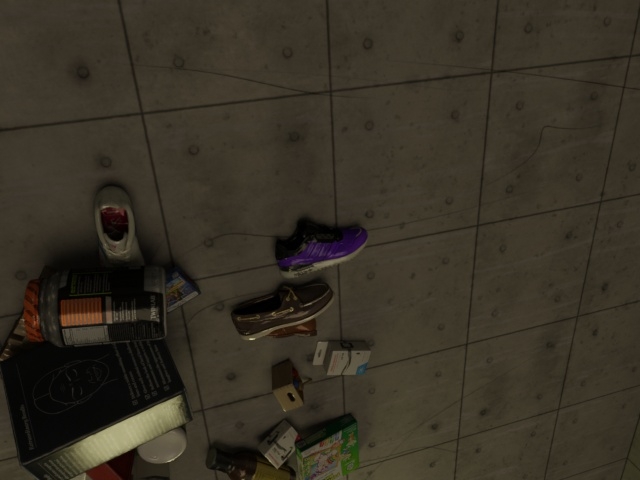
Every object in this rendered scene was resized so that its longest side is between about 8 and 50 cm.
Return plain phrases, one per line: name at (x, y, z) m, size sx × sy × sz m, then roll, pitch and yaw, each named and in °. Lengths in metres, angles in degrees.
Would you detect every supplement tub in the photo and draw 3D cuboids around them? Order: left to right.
supplement tub at (-0.547, 0.163, 1.334) m, size 0.315 × 0.194 × 0.194 m, roll -1°, pitch 116°, yaw -15°
supplement tub at (-0.491, 0.564, 1.648) m, size 0.144 × 0.200 × 0.145 m, roll -8°, pitch 117°, yaw -15°

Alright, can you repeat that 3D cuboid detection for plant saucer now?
plant saucer at (-0.624, 0.593, 1.581) m, size 0.047 × 0.258 × 0.259 m, roll -24°, pitch 120°, yaw 3°

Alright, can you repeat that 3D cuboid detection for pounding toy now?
pounding toy at (-0.091, 0.486, 1.797) m, size 0.100 × 0.130 × 0.141 m, roll -21°, pitch 121°, yaw 6°

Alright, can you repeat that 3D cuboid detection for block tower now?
block tower at (-0.782, 0.241, 1.453) m, size 0.090 × 0.097 × 0.336 m, roll 26°, pitch 106°, yaw -27°

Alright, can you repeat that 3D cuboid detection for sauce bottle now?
sauce bottle at (-0.248, 0.820, 1.912) m, size 0.344 × 0.111 × 0.111 m, roll 32°, pitch 102°, yaw -27°

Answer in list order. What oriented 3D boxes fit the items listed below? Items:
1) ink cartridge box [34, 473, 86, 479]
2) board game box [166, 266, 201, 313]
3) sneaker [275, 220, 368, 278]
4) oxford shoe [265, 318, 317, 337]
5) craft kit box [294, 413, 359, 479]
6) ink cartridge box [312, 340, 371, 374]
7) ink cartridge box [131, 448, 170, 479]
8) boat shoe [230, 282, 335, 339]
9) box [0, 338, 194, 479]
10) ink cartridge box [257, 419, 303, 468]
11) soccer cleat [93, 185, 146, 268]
ink cartridge box at (-0.790, 0.638, 1.650) m, size 0.148 × 0.086 × 0.203 m, roll 7°, pitch 113°, yaw -21°
board game box at (-0.459, 0.167, 1.525) m, size 0.201 × 0.035 × 0.136 m, roll -31°, pitch 149°, yaw -3°
sneaker at (0.000, 0.000, 1.593) m, size 0.293 × 0.102 × 0.146 m, roll -21°, pitch 119°, yaw -8°
oxford shoe at (-0.116, 0.274, 1.719) m, size 0.212 × 0.076 × 0.076 m, roll -2°, pitch 91°, yaw -21°
craft kit box at (0.029, 0.801, 1.990) m, size 0.249 × 0.061 × 0.247 m, roll -20°, pitch 124°, yaw -27°
ink cartridge box at (0.073, 0.405, 1.841) m, size 0.180 × 0.060 × 0.104 m, roll 4°, pitch 114°, yaw -20°
ink cartridge box at (-0.563, 0.822, 1.709) m, size 0.114 × 0.273 × 0.199 m, roll 16°, pitch 109°, yaw -25°
boat shoe at (-0.115, 0.200, 1.648) m, size 0.324 × 0.117 × 0.097 m, roll -21°, pitch 123°, yaw -1°
box at (-0.580, 0.401, 1.413) m, size 0.395 × 0.294 × 0.212 m, roll -21°, pitch 146°, yaw -21°
ink cartridge box at (-0.141, 0.726, 1.905) m, size 0.135 × 0.056 × 0.099 m, roll -43°, pitch 123°, yaw -19°
soccer cleat at (-0.531, 0.024, 1.401) m, size 0.115 × 0.143 × 0.332 m, roll -9°, pitch 118°, yaw -14°
